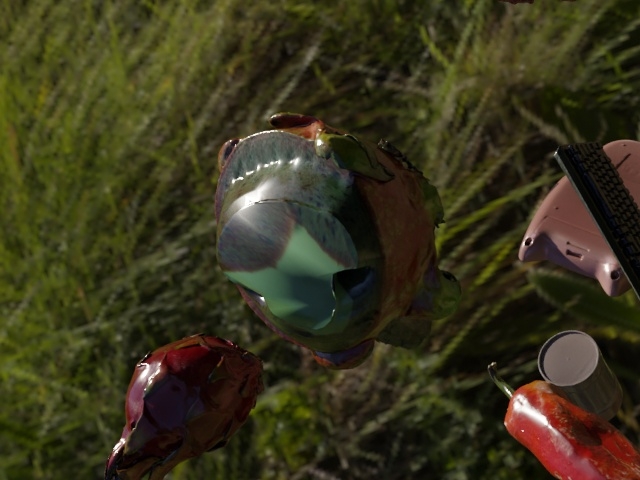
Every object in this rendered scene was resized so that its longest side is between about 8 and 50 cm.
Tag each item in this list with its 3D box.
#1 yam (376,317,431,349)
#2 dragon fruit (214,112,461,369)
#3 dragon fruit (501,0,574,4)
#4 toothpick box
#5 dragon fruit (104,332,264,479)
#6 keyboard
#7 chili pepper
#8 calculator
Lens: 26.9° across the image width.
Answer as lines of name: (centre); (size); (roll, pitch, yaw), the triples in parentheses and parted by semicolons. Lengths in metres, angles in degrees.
yam: (0.066, 0.090, 1.884); (0.107, 0.183, 0.107); (-32, 47, 41)
dragon fruit: (0.000, 0.000, 1.335); (0.295, 0.130, 0.268); (28, 122, 28)
dragon fruit: (0.089, -0.230, 0.918); (0.126, 0.274, 0.161); (-24, 54, 46)
toothpick box: (0.407, 0.217, 2.089); (0.098, 0.098, 0.149); (55, -177, 41)
dragon fruit: (-0.127, 0.143, 1.031); (0.094, 0.190, 0.094); (47, 180, 0)
keyboard: (0.346, -0.014, 1.510); (0.025, 0.094, 0.230); (-41, 68, 39)
chili pepper: (0.172, 0.138, 0.909); (0.191, 0.059, 0.050); (41, 119, 53)
calculator: (0.454, -0.053, 2.018); (0.220, 0.330, 0.048); (22, 139, 32)
